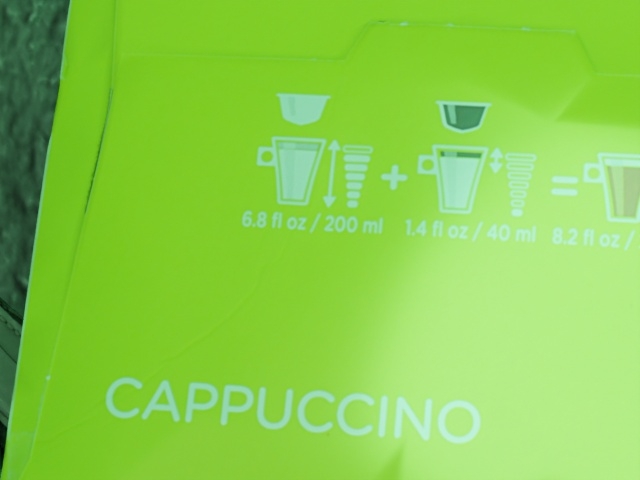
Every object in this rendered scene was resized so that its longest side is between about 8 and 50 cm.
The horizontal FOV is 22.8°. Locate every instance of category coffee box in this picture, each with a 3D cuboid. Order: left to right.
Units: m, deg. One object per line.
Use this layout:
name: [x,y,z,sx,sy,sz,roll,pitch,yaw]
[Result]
coffee box: [0.073,0.005,0.758,0.337,0.334,0.338,4,73,8]

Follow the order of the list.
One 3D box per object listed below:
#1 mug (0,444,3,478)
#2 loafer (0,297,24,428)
mug: [-0.285,0.139,1.030,0.157,0.129,0.097,-34,51,16]
loafer: [-0.098,0.124,0.998,0.319,0.112,0.111,37,88,9]
